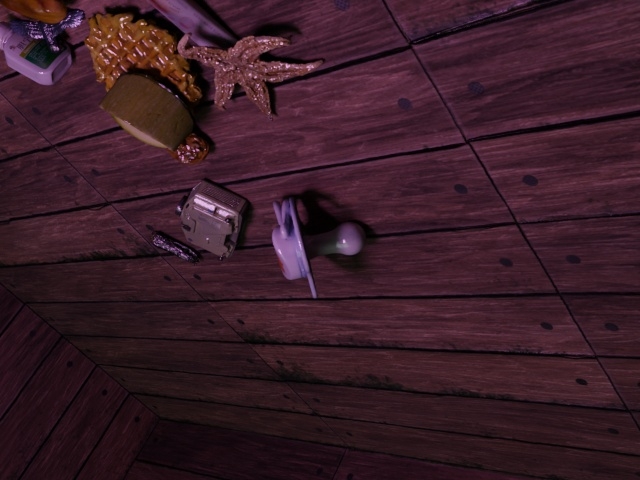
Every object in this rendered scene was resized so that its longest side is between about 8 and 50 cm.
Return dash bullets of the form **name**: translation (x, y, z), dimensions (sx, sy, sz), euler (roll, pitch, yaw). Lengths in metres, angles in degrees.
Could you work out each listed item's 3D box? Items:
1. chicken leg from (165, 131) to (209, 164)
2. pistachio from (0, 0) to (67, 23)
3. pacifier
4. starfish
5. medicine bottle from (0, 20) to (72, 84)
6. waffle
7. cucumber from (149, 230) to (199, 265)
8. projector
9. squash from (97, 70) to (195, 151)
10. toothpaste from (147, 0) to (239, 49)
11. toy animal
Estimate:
- **chicken leg**: translation (-0.381, -0.263, 1.972), dimensions (0.208, 0.085, 0.101), euler (31, -177, 10)
- **pistachio**: translation (-0.645, -0.553, 1.756), dimensions (0.189, 0.100, 0.110), euler (18, 167, 14)
- **pacifier**: translation (0.000, 0.000, 1.981), dimensions (0.233, 0.244, 0.299), euler (-9, 146, 2)
- **starfish**: translation (-0.153, -0.360, 1.666), dimensions (0.299, 0.060, 0.302), euler (8, 156, -4)
- **medicine bottle**: translation (-0.714, -0.467, 1.908), dimensions (0.183, 0.119, 0.069), euler (29, 152, 4)
- **waffle**: translation (-0.411, -0.398, 1.818), dimensions (0.302, 0.068, 0.325), euler (17, 148, 19)
- **cucumber**: translation (-0.465, 0.024, 2.481), dimensions (0.182, 0.053, 0.053), euler (28, 149, -2)
- **projector**: translation (-0.315, -0.057, 2.207), dimensions (0.194, 0.088, 0.269), euler (26, 149, 0)
- **squash**: translation (-0.413, -0.279, 1.820), dimensions (0.220, 0.133, 0.220), euler (23, 159, 9)
- **toothpaste**: translation (-0.281, -0.472, 1.612), dimensions (0.100, 0.066, 0.323), euler (-14, 137, 44)
- **toy animal**: translation (-0.647, -0.507, 1.850), dimensions (0.220, 0.062, 0.108), euler (0, 138, 19)
